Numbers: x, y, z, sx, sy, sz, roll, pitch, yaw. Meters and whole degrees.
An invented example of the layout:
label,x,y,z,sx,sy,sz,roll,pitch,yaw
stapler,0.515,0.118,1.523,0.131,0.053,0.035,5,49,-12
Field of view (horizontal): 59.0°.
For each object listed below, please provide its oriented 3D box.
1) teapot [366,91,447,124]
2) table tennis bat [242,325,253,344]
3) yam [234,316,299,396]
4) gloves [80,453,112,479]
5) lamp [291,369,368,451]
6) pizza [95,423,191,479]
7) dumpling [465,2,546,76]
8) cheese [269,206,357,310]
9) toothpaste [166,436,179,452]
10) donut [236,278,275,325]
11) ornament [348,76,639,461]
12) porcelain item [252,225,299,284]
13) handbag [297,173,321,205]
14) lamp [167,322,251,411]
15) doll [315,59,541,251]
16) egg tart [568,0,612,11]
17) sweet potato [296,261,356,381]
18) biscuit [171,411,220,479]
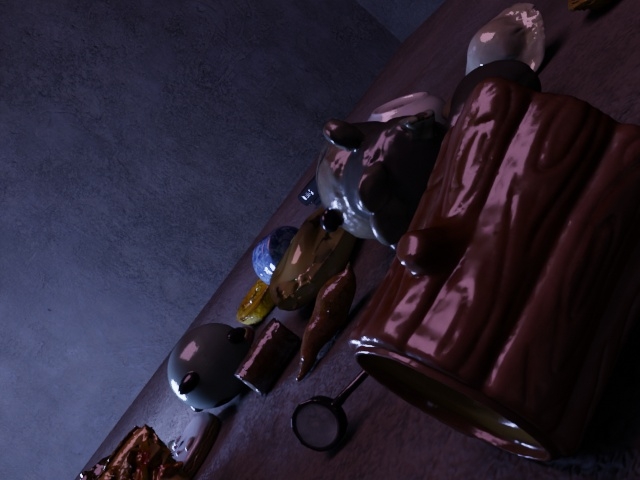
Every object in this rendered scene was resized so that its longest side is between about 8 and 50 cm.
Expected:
label,x,y,z,sx,sy,sz,roll,pitch,yaw
teapot,0.203,-0.256,1.304,0.204,0.139,0.298,-19,19,17
table tennis bat,-0.267,0.328,1.597,0.200,0.038,0.310,-54,15,-16
yam,-0.105,0.229,1.125,0.141,0.079,0.079,-54,11,-15
gloves,-0.411,0.537,1.125,0.210,0.135,0.312,43,103,40
lamp,0.104,0.109,0.719,0.371,0.130,0.108,-63,-13,9
pizza,-0.288,0.435,0.846,0.287,0.074,0.251,18,61,47
dumpling,0.351,-0.338,1.065,0.111,0.181,0.155,-19,41,-10
cheese,-0.020,0.044,1.278,0.260,0.128,0.316,-55,2,24
toothpaste,-0.400,0.554,1.401,0.255,0.037,0.067,-49,10,32
donut,-0.166,0.169,1.615,0.178,0.065,0.162,-45,18,26
ornament,0.143,0.030,0.436,0.235,0.221,0.218,11,63,48
porcelain item,-0.096,0.042,1.513,0.114,0.147,0.147,-34,21,52
handbag,0.046,-0.259,2.075,0.275,0.088,0.244,-46,10,45
lamp,-0.251,0.293,1.288,0.198,0.197,0.244,-58,-4,-30
doll,0.166,-0.128,0.972,0.378,0.252,0.382,-20,12,-7
egg tart,0.475,-0.428,0.945,0.130,0.052,0.130,-47,11,13
sweet potato,0.010,0.141,0.991,0.226,0.068,0.068,-65,11,1
biscuit,-0.295,0.464,1.224,0.208,0.049,0.181,-56,11,-28
